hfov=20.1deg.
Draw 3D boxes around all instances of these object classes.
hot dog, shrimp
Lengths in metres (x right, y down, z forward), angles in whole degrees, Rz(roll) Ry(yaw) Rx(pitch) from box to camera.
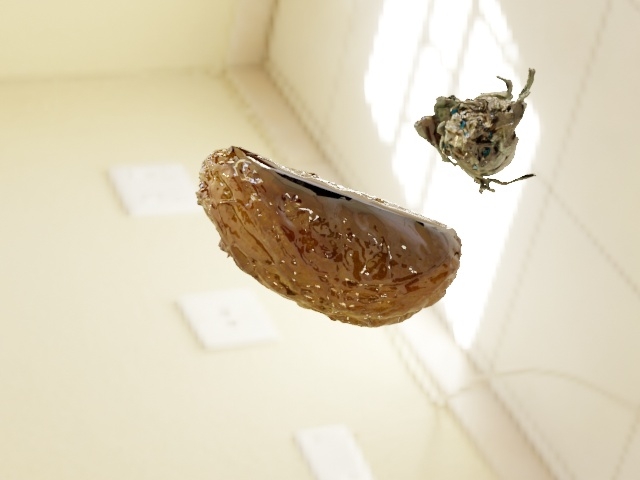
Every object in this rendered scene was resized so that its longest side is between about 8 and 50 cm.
[{"bbox_3d":[0.002,-0.002,1.423,0.099,0.226,0.160,-65,19,7],"label":"hot dog"},{"bbox_3d":[0.115,-0.075,1.217,0.082,0.076,0.174,-54,6,0],"label":"shrimp"}]
